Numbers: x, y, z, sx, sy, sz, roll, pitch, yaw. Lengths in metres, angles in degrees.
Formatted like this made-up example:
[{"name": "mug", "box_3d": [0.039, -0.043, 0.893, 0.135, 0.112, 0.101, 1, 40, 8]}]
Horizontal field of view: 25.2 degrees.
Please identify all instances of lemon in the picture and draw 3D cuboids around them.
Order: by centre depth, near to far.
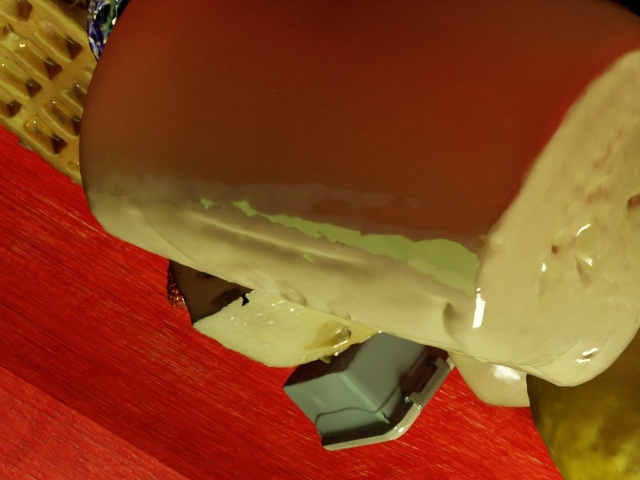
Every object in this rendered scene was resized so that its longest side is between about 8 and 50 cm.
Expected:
[{"name": "lemon", "box_3d": [0.333, 0.151, 1.278, 0.316, 0.285, 0.285, 8, 164, -20]}]

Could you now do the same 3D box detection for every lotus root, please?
[{"name": "lotus root", "box_3d": [0.015, -0.003, 1.428, 0.149, 0.267, 0.260, 64, -168, 24]}]

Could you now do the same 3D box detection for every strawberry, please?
[{"name": "strawberry", "box_3d": [-0.163, 0.046, 1.859, 0.083, 0.096, 0.083, 23, 169, 5]}]

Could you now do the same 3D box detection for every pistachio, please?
[{"name": "pistachio", "box_3d": [0.199, 0.096, 1.462, 0.238, 0.153, 0.138, 15, -160, -31]}]

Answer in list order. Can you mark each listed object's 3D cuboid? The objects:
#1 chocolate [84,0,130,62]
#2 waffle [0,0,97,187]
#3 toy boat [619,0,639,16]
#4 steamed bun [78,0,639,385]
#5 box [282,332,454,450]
[{"name": "chocolate", "box_3d": [-0.168, -0.258, 1.170, 0.148, 0.126, 0.343, 32, 159, 21]}, {"name": "waffle", "box_3d": [-0.226, -0.162, 1.419, 0.328, 0.098, 0.224, 38, 138, -19]}, {"name": "toy boat", "box_3d": [0.236, -0.236, 0.868, 0.221, 0.067, 0.291, 4, 136, 45]}, {"name": "steamed bun", "box_3d": [0.079, -0.075, 1.035, 0.371, 0.289, 0.456, 19, 179, 19]}, {"name": "box", "box_3d": [0.063, 0.169, 1.785, 0.130, 0.162, 0.227, 44, 155, -9]}]
